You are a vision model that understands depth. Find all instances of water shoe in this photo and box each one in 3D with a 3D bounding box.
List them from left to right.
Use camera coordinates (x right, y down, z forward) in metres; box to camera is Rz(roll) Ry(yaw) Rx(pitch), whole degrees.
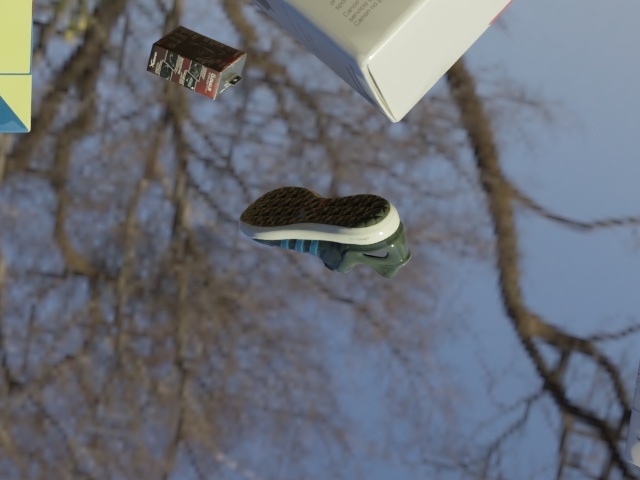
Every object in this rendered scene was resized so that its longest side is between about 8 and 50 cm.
[{"bbox_3d":[0.000,0.000,1.750,0.203,0.080,0.073,7,-138,48],"label":"water shoe"}]

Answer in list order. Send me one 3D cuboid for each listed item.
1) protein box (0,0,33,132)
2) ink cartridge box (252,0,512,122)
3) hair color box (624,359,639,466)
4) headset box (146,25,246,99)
[{"bbox_3d":[-0.356,-0.155,1.365,0.200,0.136,0.201,-5,-169,-44],"label":"protein box"},{"bbox_3d":[0.005,-0.156,0.730,0.175,0.127,0.072,43,177,19],"label":"ink cartridge box"},{"bbox_3d":[0.389,0.088,1.587,0.185,0.339,0.110,28,-137,30],"label":"hair color box"},{"bbox_3d":[-0.115,-0.170,1.736,0.083,0.032,0.062,25,-149,11],"label":"headset box"}]
